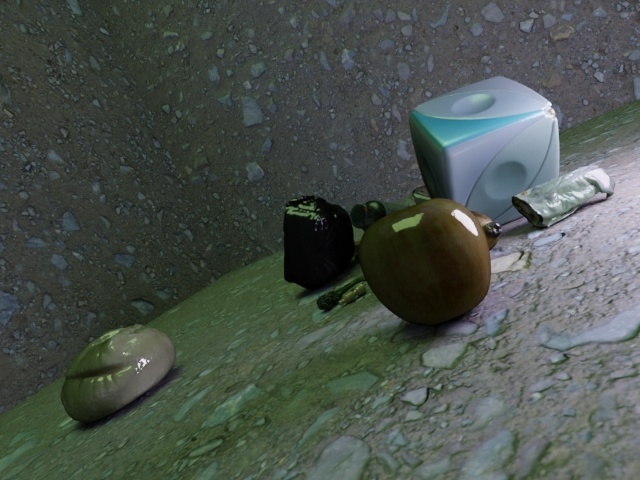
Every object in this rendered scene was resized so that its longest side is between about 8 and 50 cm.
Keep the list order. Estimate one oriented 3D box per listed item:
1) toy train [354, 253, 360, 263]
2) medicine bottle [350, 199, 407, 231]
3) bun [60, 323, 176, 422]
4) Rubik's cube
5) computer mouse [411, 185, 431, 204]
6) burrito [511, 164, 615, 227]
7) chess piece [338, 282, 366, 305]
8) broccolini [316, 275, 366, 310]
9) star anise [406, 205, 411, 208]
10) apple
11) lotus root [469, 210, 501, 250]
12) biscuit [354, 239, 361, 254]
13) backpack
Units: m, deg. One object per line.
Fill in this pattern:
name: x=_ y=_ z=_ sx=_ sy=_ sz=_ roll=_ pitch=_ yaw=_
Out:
toy train: x=0.184 y=0.061 z=1.867 sx=0.093 sy=0.038 sz=0.056 roll=-31 pitch=2 yaw=-41
medicine bottle: x=0.257 y=-0.089 z=1.869 sx=0.293 sy=0.142 sz=0.141 roll=5 pitch=-17 yaw=-41
bun: x=-0.642 y=0.394 z=1.430 sx=0.364 sy=0.220 sz=0.365 roll=-28 pitch=5 yaw=2
Rubik's cube: x=0.505 y=-0.271 z=1.432 sx=0.351 sy=0.348 sz=0.352 roll=-19 pitch=37 yaw=7
computer mouse: x=0.477 y=-0.126 z=1.646 sx=0.310 sy=0.072 sz=0.158 roll=26 pitch=33 yaw=37
burrito: x=0.648 y=-0.128 z=1.213 sx=0.228 sy=0.089 sz=0.144 roll=-29 pitch=34 yaw=5
chess piece: x=0.091 y=0.164 z=1.342 sx=0.092 sy=0.035 sz=0.035 roll=-32 pitch=8 yaw=-24
broccolini: x=0.075 y=0.160 z=1.432 sx=0.054 sy=0.051 sz=0.239 roll=32 pitch=35 yaw=29
star anise: x=0.353 y=-0.044 z=1.770 sx=0.212 sy=0.111 sz=0.196 roll=-51 pitch=-18 yaw=-2
apple: x=0.213 y=0.042 z=0.919 sx=0.256 sy=0.234 sz=0.257 roll=-27 pitch=4 yaw=2
lotus root: x=0.397 y=-0.014 z=1.199 sx=0.138 sy=0.139 sz=0.214 roll=-26 pitch=7 yaw=-10
biscuit: x=0.184 y=0.030 z=2.046 sx=0.052 sy=0.056 sz=0.188 roll=-31 pitch=9 yaw=-36
backpack: x=0.000 y=0.000 z=1.841 sx=0.254 sy=0.364 sz=0.445 roll=5 pitch=7 yaw=26
